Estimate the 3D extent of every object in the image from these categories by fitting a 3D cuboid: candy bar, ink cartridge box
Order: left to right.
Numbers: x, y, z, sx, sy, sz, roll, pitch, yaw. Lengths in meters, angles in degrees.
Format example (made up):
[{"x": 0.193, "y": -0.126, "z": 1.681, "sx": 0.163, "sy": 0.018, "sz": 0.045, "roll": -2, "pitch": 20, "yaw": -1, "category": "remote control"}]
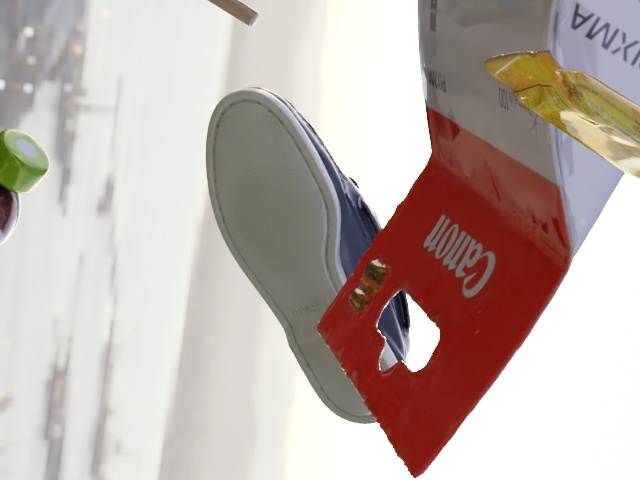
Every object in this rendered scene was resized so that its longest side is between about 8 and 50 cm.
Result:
[{"x": 0.092, "y": -0.095, "z": 0.974, "sx": 0.385, "sy": 0.091, "sz": 0.308, "roll": -58, "pitch": -166, "yaw": 5, "category": "ink cartridge box"}, {"x": 0.131, "y": -0.033, "z": 0.694, "sx": 0.040, "sy": 0.161, "sz": 0.018, "roll": -1, "pitch": -114, "yaw": 56, "category": "candy bar"}]

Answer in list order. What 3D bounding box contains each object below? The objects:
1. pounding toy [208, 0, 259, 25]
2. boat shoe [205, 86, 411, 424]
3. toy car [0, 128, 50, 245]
[{"x": -0.058, "y": -0.244, "z": 1.356, "sx": 0.094, "sy": 0.206, "sz": 0.181, "roll": 12, "pitch": 66, "yaw": -82, "category": "pounding toy"}, {"x": 0.004, "y": 0.000, "z": 1.659, "sx": 0.340, "sy": 0.127, "sz": 0.113, "roll": 62, "pitch": 33, "yaw": -16, "category": "boat shoe"}, {"x": -0.331, "y": -0.026, "z": 1.433, "sx": 0.155, "sy": 0.149, "sz": 0.188, "roll": -45, "pitch": -175, "yaw": 24, "category": "toy car"}]
